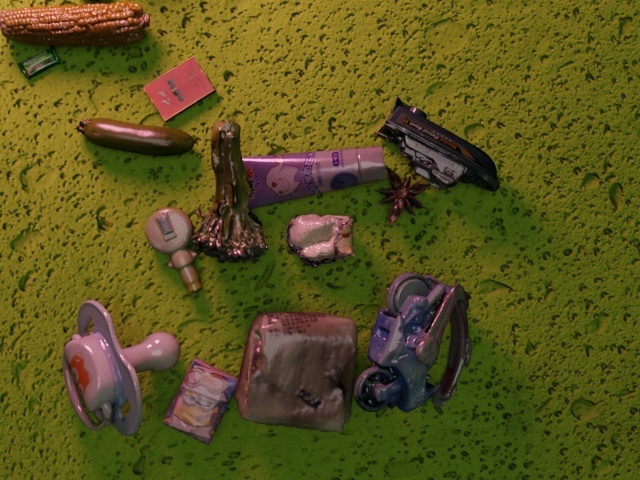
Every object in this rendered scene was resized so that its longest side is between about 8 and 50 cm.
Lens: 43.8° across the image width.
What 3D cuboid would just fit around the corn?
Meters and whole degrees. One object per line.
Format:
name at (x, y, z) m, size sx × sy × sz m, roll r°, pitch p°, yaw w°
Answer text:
corn at (-0.523, -0.460, 1.702) m, size 0.320 × 0.097 × 0.096 m, roll -1°, pitch 91°, yaw -1°

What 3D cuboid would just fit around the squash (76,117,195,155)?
squash at (-0.402, -0.222, 1.724) m, size 0.258 × 0.069 × 0.069 m, roll 7°, pitch 90°, yaw -3°

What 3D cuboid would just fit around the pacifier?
pacifier at (-0.409, 0.262, 1.690) m, size 0.233 × 0.244 × 0.299 m, roll -15°, pitch 66°, yaw -32°

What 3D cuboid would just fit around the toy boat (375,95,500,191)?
toy boat at (0.261, -0.184, 1.733) m, size 0.296 × 0.114 × 0.122 m, roll 31°, pitch 83°, yaw -2°

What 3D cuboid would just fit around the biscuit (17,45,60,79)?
biscuit at (-0.612, -0.386, 1.736) m, size 0.089 × 0.016 × 0.046 m, roll -29°, pitch 90°, yaw -3°

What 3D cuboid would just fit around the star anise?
star anise at (0.173, -0.089, 1.756) m, size 0.124 × 0.056 × 0.129 m, roll 20°, pitch 75°, yaw -1°

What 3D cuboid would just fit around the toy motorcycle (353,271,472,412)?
toy motorcycle at (0.217, 0.233, 1.702) m, size 0.241 × 0.182 × 0.319 m, roll 20°, pitch 88°, yaw -3°

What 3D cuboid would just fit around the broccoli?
broccoli at (-0.194, -0.102, 1.677) m, size 0.165 × 0.145 × 0.303 m, roll -1°, pitch 102°, yaw -1°

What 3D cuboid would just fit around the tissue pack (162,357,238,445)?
tissue pack at (-0.260, 0.350, 1.739) m, size 0.116 × 0.065 × 0.155 m, roll 26°, pitch 90°, yaw -4°

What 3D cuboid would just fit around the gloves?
gloves at (0.000, -0.001, 1.746) m, size 0.153 × 0.070 × 0.114 m, roll -2°, pitch 99°, yaw 4°

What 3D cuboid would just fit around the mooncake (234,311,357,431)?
mooncake at (-0.048, 0.273, 1.713) m, size 0.255 × 0.136 × 0.250 m, roll 7°, pitch 92°, yaw -8°

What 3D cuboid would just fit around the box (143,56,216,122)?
box at (-0.309, -0.331, 1.749) m, size 0.133 × 0.023 × 0.090 m, roll -31°, pitch 90°, yaw -2°

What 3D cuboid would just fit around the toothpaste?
toothpaste at (-0.044, -0.142, 1.749) m, size 0.372 × 0.080 × 0.125 m, roll -8°, pitch 94°, yaw 6°

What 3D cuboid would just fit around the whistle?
whistle at (-0.311, 0.022, 1.736) m, size 0.104 × 0.057 × 0.198 m, roll -22°, pitch 91°, yaw -2°
